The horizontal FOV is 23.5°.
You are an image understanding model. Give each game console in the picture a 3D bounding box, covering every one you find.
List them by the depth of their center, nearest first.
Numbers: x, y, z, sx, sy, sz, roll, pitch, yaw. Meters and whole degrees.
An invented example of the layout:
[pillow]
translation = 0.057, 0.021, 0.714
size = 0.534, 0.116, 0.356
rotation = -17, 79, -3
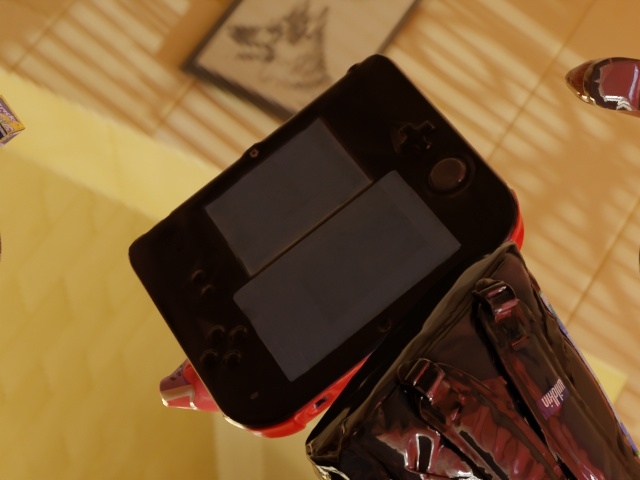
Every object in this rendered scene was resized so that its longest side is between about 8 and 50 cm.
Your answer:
[game console]
translation = 0.000, 0.000, 1.691
size = 0.342, 0.386, 0.060
rotation = 53, 1, 36

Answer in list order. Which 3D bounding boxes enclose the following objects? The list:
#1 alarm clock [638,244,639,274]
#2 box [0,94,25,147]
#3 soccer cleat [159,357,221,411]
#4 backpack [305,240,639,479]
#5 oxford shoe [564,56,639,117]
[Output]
[alarm clock]
translation = 0.450, 0.005, 1.896
size = 0.064, 0.129, 0.192
rotation = 52, 17, -68
[box]
translation = -0.479, -0.123, 2.055
size = 0.169, 0.054, 0.059
rotation = -34, -87, 20
[soccer cleat]
translation = -0.092, 0.146, 1.981
size = 0.116, 0.318, 0.108
rotation = -15, -85, 25
[backpack]
translation = 0.164, 0.235, 1.377
size = 0.355, 0.290, 0.273
rotation = 45, -36, -4
[oxford shoe]
translation = 0.357, -0.161, 1.649
size = 0.212, 0.076, 0.076
rotation = 11, 3, -26
